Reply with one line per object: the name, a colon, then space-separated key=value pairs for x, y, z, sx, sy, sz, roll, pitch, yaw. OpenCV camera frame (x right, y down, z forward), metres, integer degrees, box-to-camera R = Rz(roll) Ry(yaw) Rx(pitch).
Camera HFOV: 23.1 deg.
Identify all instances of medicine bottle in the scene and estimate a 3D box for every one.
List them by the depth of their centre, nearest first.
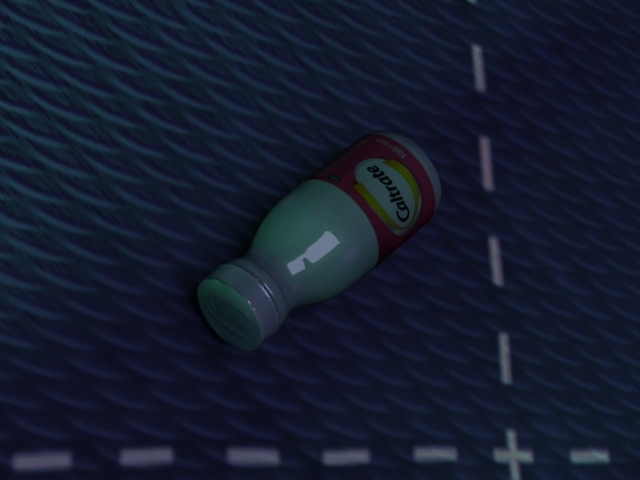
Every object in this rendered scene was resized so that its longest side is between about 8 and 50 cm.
medicine bottle: x=0.000 y=0.000 z=1.236 sx=0.217 sy=0.090 sz=0.090 roll=-40 pitch=101 yaw=-34
